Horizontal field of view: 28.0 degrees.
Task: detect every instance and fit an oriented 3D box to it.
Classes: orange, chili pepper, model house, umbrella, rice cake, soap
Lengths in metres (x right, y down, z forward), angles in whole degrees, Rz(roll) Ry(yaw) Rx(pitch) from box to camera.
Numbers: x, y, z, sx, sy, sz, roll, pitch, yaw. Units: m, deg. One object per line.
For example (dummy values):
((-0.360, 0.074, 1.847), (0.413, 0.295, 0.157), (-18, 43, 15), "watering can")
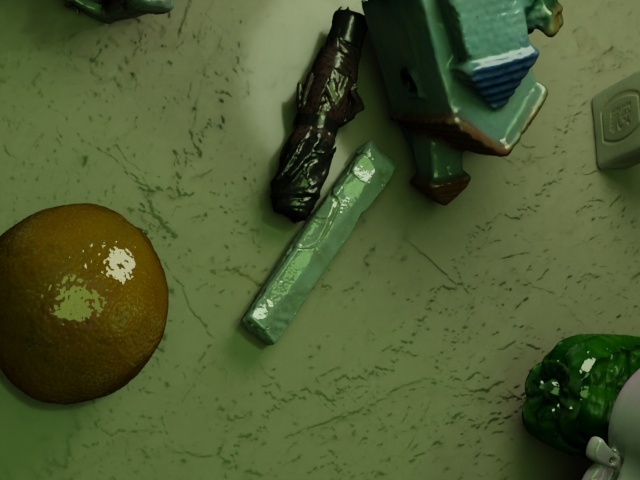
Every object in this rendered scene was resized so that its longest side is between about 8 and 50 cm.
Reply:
((-0.319, 0.078, 1.670), (0.264, 0.264, 0.264), (2, 80, -14), "orange")
((0.467, 0.243, 1.881), (0.385, 0.167, 0.213), (14, 93, -24), "chili pepper")
((0.225, -0.217, 1.832), (0.251, 0.295, 0.329), (-13, 102, -21), "model house")
((-0.001, -0.185, 1.865), (0.090, 0.094, 0.326), (26, 75, -37), "umbrella")
((0.000, 0.000, 1.851), (0.066, 0.063, 0.336), (38, 73, -14), "rice cake")
((0.480, -0.183, 1.938), (0.064, 0.183, 0.121), (0, 81, -14), "soap")

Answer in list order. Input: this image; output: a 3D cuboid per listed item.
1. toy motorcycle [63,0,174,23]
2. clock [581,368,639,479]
((-0.259, -0.382, 1.716), (0.241, 0.319, 0.182), (-27, 91, -24), "toy motorcycle")
((0.515, 0.330, 1.767), (0.338, 0.102, 0.338), (-3, 98, -23), "clock")
